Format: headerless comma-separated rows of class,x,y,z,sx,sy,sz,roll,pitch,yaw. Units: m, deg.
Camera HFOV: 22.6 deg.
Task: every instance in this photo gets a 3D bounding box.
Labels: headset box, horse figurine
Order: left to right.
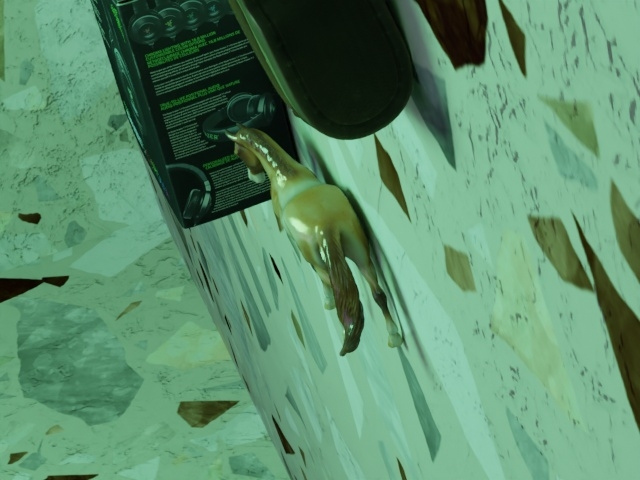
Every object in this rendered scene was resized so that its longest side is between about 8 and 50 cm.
headset box,-0.139,-0.202,1.565,0.246,0.131,0.283,-121,14,-49
horse figurine,0.000,0.000,1.396,0.263,0.066,0.174,-123,9,-65

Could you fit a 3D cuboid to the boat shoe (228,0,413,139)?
boat shoe,-0.039,-0.208,0.984,0.104,0.111,0.307,-135,26,-68
